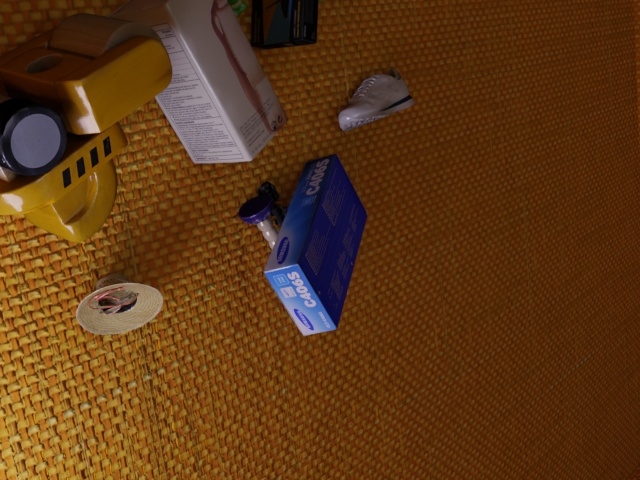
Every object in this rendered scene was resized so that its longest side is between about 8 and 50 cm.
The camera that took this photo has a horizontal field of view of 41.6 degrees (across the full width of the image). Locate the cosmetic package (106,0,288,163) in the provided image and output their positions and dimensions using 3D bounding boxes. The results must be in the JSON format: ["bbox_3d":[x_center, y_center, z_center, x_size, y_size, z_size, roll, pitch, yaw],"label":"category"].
[{"bbox_3d":[-0.198,-0.283,1.407,0.129,0.153,0.296,-53,131,-34],"label":"cosmetic package"}]

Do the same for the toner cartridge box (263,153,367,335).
[{"bbox_3d":[0.000,0.000,1.618,0.165,0.075,0.347,60,29,-29],"label":"toner cartridge box"}]

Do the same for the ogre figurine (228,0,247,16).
[{"bbox_3d":[-0.159,-0.466,1.478,0.197,0.097,0.118,-52,141,-18],"label":"ogre figurine"}]

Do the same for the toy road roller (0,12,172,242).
[{"bbox_3d":[-0.359,-0.153,1.206,0.329,0.203,0.240,-45,137,-31],"label":"toy road roller"}]

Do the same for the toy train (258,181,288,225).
[{"bbox_3d":[-0.077,-0.050,1.659,0.158,0.027,0.036,62,40,-31],"label":"toy train"}]

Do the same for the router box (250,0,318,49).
[{"bbox_3d":[-0.065,-0.449,1.555,0.046,0.133,0.178,1,92,-49],"label":"router box"}]

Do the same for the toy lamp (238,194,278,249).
[{"bbox_3d":[-0.066,0.037,1.641,0.080,0.080,0.274,-50,126,-34],"label":"toy lamp"}]

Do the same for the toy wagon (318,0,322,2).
[{"bbox_3d":[0.007,-0.604,1.673,0.267,0.068,0.344,23,76,-47],"label":"toy wagon"}]

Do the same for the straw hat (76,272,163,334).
[{"bbox_3d":[-0.328,0.086,1.352,0.144,0.144,0.061,18,37,-48],"label":"straw hat"}]

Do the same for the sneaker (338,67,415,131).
[{"bbox_3d":[0.108,-0.303,1.816,0.235,0.090,0.094,-31,103,-47],"label":"sneaker"}]
